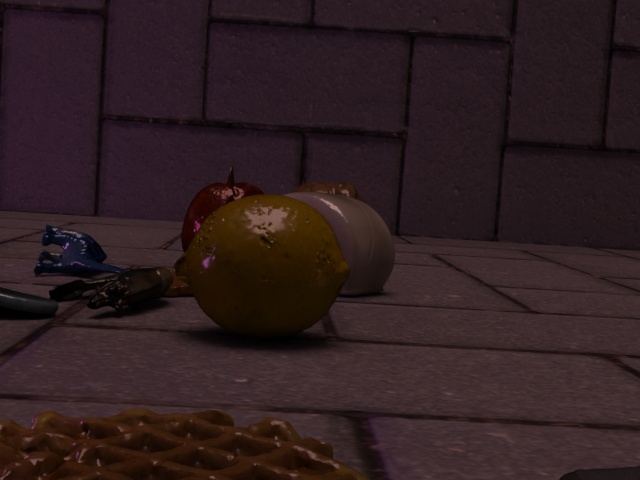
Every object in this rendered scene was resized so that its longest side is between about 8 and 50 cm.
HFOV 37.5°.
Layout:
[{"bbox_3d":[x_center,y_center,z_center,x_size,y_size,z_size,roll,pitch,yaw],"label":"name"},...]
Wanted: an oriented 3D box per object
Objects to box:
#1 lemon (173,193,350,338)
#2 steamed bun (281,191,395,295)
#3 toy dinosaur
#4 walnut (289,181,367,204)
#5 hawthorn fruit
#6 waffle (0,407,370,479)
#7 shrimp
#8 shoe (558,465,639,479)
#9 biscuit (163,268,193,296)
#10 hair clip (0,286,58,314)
[{"bbox_3d":[-0.068,0.030,1.105,0.206,0.174,0.173,-5,5,-6],"label":"lemon"},{"bbox_3d":[0.000,0.000,1.608,0.241,0.164,0.146,6,3,35],"label":"steamed bun"},{"bbox_3d":[-0.421,0.019,1.605,0.144,0.076,0.329,8,4,-28],"label":"toy dinosaur"},{"bbox_3d":[0.010,-0.025,1.822,0.213,0.213,0.213,4,4,0],"label":"walnut"},{"bbox_3d":[-0.166,-0.039,1.739,0.179,0.201,0.179,7,-1,0],"label":"hawthorn fruit"},{"bbox_3d":[-0.090,0.134,0.468,0.249,0.056,0.253,3,5,-1],"label":"waffle"},{"bbox_3d":[-0.287,0.067,1.273,0.150,0.051,0.217,-3,5,12],"label":"shrimp"},{"bbox_3d":[0.226,0.140,0.511,0.194,0.077,0.074,6,6,26],"label":"shoe"},{"bbox_3d":[-0.208,0.065,1.481,0.162,0.035,0.250,10,4,19],"label":"biscuit"},{"bbox_3d":[-0.548,-0.038,1.188,0.392,0.239,0.318,1,3,-26],"label":"hair clip"}]
